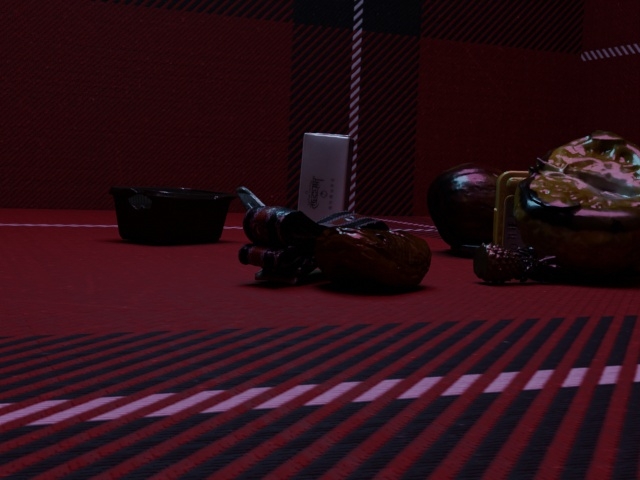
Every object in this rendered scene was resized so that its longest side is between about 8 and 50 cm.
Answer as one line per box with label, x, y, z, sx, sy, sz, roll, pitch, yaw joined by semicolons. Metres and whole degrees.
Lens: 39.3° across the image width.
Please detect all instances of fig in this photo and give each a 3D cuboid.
fig;0.374;-0.075;2.118;0.263;0.224;0.224;15;9;22

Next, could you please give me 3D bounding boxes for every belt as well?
belt;0.000;0.000;1.541;0.094;0.126;0.359;7;8;33

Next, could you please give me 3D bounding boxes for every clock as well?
clock;0.443;-0.047;1.916;0.143;0.202;0.096;2;4;5

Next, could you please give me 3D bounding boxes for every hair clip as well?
hair clip;-0.137;-0.056;2.176;0.229;0.066;0.036;47;-3;34

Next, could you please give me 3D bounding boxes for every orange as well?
orange;0.528;-0.047;1.730;0.270;0.211;0.368;13;35;30

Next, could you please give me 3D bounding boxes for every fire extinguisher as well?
fire extinguisher;0.364;0.023;2.044;0.132;0.039;0.056;4;-28;29

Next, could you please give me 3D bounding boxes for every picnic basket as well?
picnic basket;-0.352;-0.061;2.171;0.222;0.129;0.296;6;6;34

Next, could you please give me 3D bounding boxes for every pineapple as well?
pineapple;0.350;0.045;1.582;0.159;0.074;0.074;6;3;-20

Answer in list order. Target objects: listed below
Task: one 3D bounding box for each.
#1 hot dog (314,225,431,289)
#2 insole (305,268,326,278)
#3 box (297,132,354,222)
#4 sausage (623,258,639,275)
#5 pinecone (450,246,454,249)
hot dog;0.087;0.026;1.448;0.160;0.099;0.226;6;5;40
insole;0.054;0.055;1.672;0.109;0.007;0.322;5;6;29
box;0.013;-0.120;2.173;0.116;0.275;0.203;6;4;6
sausage;0.611;0.027;1.912;0.083;0.083;0.264;1;3;-19
pinecone;0.349;-0.013;2.261;0.083;0.077;0.077;46;-19;-27
